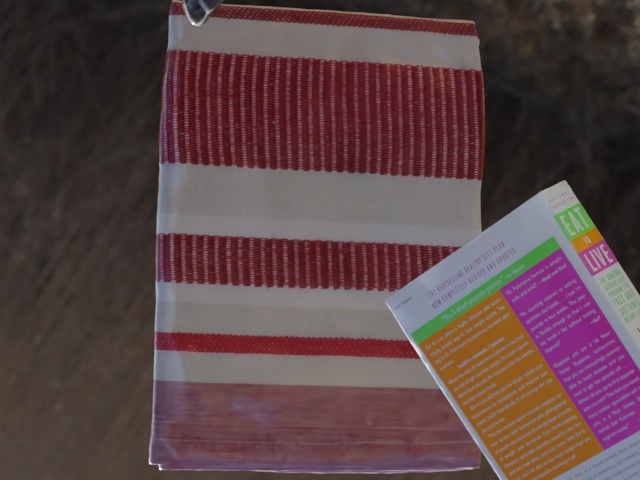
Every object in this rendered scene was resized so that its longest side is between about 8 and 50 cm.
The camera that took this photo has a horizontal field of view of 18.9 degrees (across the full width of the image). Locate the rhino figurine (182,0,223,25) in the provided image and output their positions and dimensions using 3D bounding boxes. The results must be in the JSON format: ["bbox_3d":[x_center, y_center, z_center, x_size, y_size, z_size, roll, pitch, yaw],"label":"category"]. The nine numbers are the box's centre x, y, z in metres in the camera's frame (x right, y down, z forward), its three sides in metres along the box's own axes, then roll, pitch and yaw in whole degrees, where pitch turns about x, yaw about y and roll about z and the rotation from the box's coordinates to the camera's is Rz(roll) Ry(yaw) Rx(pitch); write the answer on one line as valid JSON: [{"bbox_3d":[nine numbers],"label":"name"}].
[{"bbox_3d":[-0.038,-0.133,0.492,0.106,0.073,0.243,38,166,-5],"label":"rhino figurine"}]

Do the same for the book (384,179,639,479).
[{"bbox_3d":[0.100,0.060,0.761,0.096,0.035,0.144,-38,81,45],"label":"book"}]

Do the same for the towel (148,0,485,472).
[{"bbox_3d":[0.000,0.000,1.364,0.237,0.329,0.037,3,174,-14],"label":"towel"}]
